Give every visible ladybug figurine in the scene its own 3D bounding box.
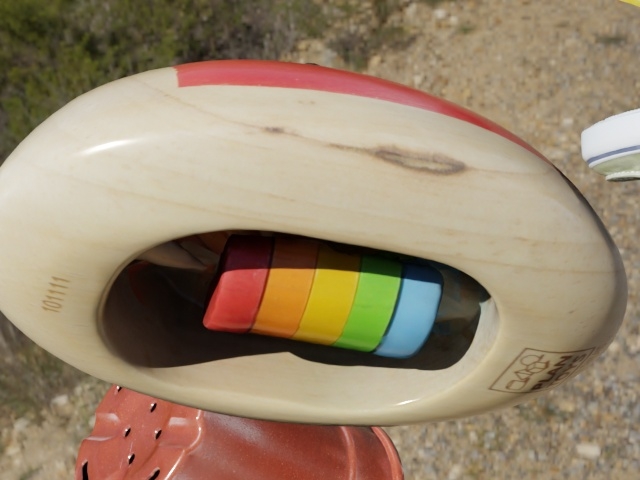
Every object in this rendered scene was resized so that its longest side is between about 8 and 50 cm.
[{"bbox_3d":[0.000,0.000,0.782,0.450,0.305,0.161,13,48,-17],"label":"ladybug figurine"}]

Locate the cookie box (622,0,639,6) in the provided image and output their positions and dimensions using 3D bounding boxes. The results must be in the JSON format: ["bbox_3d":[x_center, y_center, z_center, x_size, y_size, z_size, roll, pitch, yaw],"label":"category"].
[{"bbox_3d":[0.211,-0.169,0.625,0.092,0.107,0.040,26,68,30],"label":"cookie box"}]

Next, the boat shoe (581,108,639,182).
[{"bbox_3d":[0.339,-0.068,0.928,0.109,0.094,0.302,-3,-1,-36],"label":"boat shoe"}]

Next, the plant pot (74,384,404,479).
[{"bbox_3d":[-0.099,0.257,1.216,0.272,0.265,0.272,-32,38,30],"label":"plant pot"}]
